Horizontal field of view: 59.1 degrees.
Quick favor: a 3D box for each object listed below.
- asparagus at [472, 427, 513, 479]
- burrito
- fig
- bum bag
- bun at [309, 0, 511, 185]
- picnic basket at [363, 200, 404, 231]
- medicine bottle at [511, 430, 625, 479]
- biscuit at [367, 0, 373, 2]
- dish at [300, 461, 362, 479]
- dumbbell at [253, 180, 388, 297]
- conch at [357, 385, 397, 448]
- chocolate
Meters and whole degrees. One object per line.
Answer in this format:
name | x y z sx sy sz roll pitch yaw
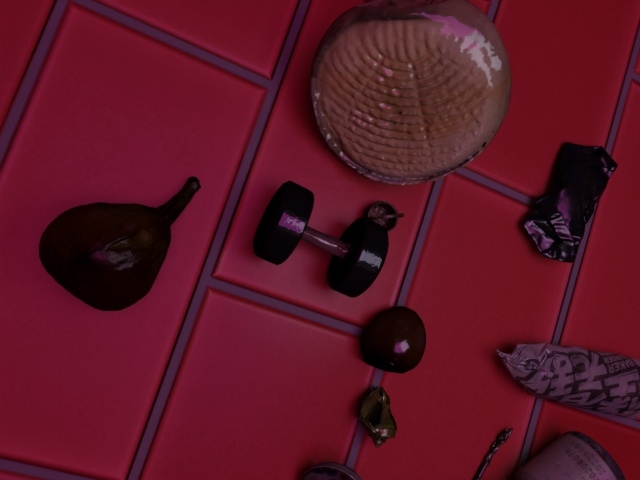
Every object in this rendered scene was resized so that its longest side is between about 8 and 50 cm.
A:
asparagus | 0.348 0.499 1.216 0.023 0.022 0.233 31 79 31
burrito | 0.560 0.302 1.247 0.445 0.101 0.139 13 96 -19
fig | -0.320 -0.024 0.943 0.190 0.190 0.290 41 79 -12
bum bag | 0.561 -0.098 1.271 0.137 0.074 0.310 32 73 -1
bun | 0.166 -0.293 1.053 0.364 0.364 0.202 40 40 -13
picnic basket | 0.128 -0.048 1.127 0.072 0.083 0.072 0 89 -17
medicine bottle | 0.486 0.542 1.184 0.273 0.165 0.165 -31 98 -16
biscuit | 0.170 -0.456 1.147 0.162 0.035 0.250 -30 81 14
dish | 0.036 0.475 1.095 0.141 0.078 0.141 6 109 19
dumbbell | 0.000 0.000 1.051 0.218 0.152 0.152 25 81 -16
conch | 0.111 0.348 1.116 0.089 0.074 0.121 36 52 -47
chocolate | 0.151 0.193 1.130 0.124 0.127 0.133 36 63 -44
